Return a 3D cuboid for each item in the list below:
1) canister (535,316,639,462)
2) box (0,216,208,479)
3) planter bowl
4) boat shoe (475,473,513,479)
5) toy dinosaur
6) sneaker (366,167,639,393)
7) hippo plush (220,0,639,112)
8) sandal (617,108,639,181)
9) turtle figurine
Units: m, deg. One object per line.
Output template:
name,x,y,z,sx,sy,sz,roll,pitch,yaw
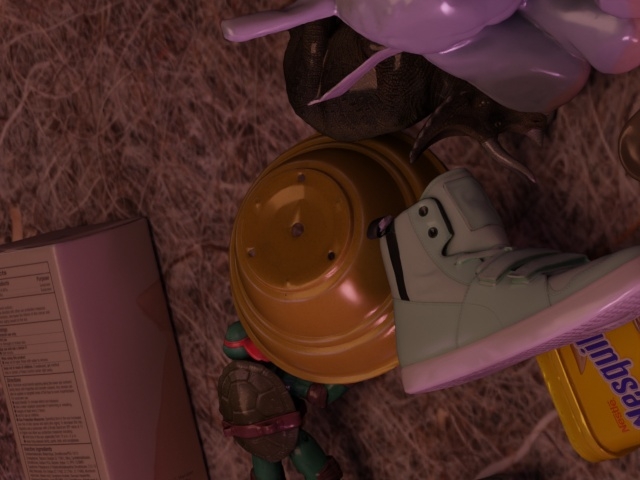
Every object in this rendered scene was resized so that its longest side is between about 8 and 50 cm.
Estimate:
canister,0.246,0.079,1.288,0.170,0.073,0.126,-27,82,44
box,-0.218,0.144,1.730,0.148,0.121,0.311,-5,99,45
planter bowl,0.000,0.000,1.425,0.217,0.090,0.217,-7,73,26
boat shoe,0.078,0.273,1.495,0.302,0.114,0.091,-38,74,56
toy dinosaur,0.028,-0.139,1.402,0.313,0.121,0.160,10,96,38
sneaker,0.132,0.009,1.275,0.256,0.094,0.151,-25,76,45
hippo plush,0.113,-0.237,1.262,0.294,0.234,0.237,-18,58,28
sandal,0.257,-0.098,1.233,0.180,0.049,0.072,-49,62,44
turtle figurine,-0.036,0.145,1.564,0.175,0.118,0.234,-3,106,45
